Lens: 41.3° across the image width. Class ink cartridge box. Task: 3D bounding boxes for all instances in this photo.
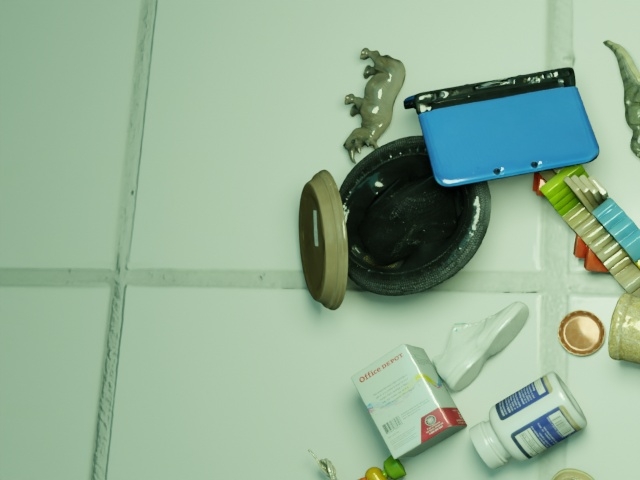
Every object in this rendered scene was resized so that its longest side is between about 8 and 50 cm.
[{"bbox_3d":[0.167,0.301,1.597,0.128,0.127,0.176,-34,68,15],"label":"ink cartridge box"}]

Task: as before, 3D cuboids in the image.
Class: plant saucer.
[{"bbox_3d":[0.000,0.000,1.668,0.041,0.278,0.277,-4,75,-13],"label":"plant saucer"},{"bbox_3d":[0.477,0.169,1.551,0.083,0.013,0.083,-5,78,22],"label":"plant saucer"}]

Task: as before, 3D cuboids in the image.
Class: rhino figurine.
[{"bbox_3d":[0.107,-0.277,1.775,0.106,0.073,0.243,17,88,29],"label":"rhino figurine"}]

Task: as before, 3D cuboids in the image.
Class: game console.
[{"bbox_3d":[0.320,-0.208,1.559,0.293,0.250,0.173,-9,97,-2],"label":"game console"}]

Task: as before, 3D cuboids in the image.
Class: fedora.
[{"bbox_3d":[0.190,-0.039,1.640,0.334,0.152,0.334,-6,78,31],"label":"fedora"}]

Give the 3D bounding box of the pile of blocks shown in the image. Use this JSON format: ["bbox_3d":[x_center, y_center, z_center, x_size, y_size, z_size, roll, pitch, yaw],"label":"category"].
[{"bbox_3d":[0.480,-0.028,1.515,0.113,0.149,0.362,-41,67,11],"label":"pile of blocks"}]

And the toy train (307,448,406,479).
[{"bbox_3d":[0.098,0.456,1.617,0.143,0.105,0.248,-38,66,1],"label":"toy train"}]

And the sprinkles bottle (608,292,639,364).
[{"bbox_3d":[0.657,0.177,1.370,0.355,0.121,0.121,12,84,30],"label":"sprinkles bottle"}]

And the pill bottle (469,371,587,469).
[{"bbox_3d":[0.366,0.326,1.513,0.187,0.112,0.112,-34,68,14],"label":"pill bottle"}]

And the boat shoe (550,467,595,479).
[{"bbox_3d":[0.407,0.563,1.446,0.122,0.110,0.341,10,83,25],"label":"boat shoe"}]

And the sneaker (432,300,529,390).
[{"bbox_3d":[0.294,0.179,1.601,0.212,0.080,0.094,-47,54,10],"label":"sneaker"}]

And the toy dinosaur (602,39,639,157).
[{"bbox_3d":[0.606,-0.275,1.562,0.118,0.064,0.268,-17,69,27],"label":"toy dinosaur"}]
